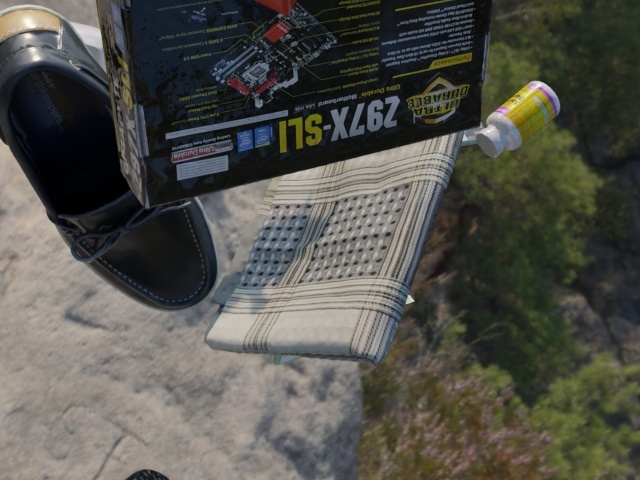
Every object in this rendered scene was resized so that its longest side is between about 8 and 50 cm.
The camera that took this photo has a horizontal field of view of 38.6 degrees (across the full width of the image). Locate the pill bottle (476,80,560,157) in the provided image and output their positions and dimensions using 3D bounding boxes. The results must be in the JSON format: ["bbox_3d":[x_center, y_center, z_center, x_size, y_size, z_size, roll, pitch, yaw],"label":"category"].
[{"bbox_3d":[0.195,-0.119,0.909,0.083,0.043,0.043,-39,88,-14],"label":"pill bottle"}]

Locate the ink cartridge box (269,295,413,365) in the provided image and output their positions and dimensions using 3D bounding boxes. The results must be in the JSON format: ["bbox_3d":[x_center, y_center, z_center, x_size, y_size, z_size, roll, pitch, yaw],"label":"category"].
[{"bbox_3d":[-0.002,0.087,1.394,0.235,0.056,0.171,-13,44,-30],"label":"ink cartridge box"}]

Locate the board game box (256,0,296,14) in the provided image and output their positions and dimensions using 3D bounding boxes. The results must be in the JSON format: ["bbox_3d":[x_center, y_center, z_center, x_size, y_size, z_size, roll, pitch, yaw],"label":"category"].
[{"bbox_3d":[-0.051,-0.277,0.314,0.242,0.316,0.064,26,4,-2],"label":"board game box"}]

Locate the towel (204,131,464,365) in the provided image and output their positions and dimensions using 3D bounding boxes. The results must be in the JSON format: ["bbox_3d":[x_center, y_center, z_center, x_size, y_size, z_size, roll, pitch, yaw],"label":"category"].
[{"bbox_3d":[0.000,0.000,1.105,0.056,0.324,0.312,38,63,-34],"label":"towel"}]

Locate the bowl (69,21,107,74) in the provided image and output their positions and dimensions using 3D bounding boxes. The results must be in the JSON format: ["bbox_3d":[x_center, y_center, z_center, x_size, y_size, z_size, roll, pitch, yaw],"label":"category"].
[{"bbox_3d":[-0.345,-0.225,1.238,0.142,0.141,0.053,10,10,-6],"label":"bowl"}]

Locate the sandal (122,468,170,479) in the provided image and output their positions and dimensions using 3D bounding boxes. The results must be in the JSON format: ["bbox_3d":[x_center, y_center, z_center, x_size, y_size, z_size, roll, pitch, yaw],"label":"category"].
[{"bbox_3d":[-0.172,0.518,1.204,0.445,0.107,0.167,58,11,30],"label":"sandal"}]

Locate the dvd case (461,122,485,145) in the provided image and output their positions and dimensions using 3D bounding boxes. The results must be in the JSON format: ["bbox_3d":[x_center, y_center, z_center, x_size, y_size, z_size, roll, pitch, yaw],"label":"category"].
[{"bbox_3d":[0.163,-0.174,1.165,0.087,0.013,0.119,-16,71,-51],"label":"dvd case"}]

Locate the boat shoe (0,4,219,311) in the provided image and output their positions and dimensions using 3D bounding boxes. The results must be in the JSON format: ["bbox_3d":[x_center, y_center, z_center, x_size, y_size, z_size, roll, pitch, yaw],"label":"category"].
[{"bbox_3d":[-0.271,-0.064,1.174,0.156,0.187,0.500,55,-7,49],"label":"boat shoe"}]

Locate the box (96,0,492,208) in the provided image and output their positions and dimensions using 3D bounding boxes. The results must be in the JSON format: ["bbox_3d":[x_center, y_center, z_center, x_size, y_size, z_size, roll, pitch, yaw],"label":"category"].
[{"bbox_3d":[-0.011,-0.186,0.725,0.322,0.257,0.079,-16,38,-22],"label":"box"}]
